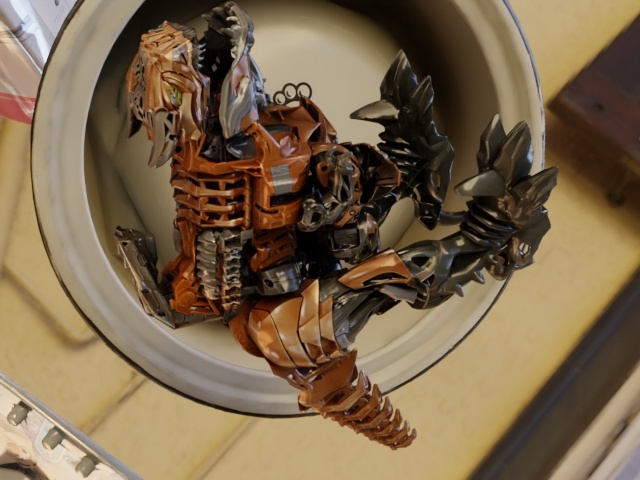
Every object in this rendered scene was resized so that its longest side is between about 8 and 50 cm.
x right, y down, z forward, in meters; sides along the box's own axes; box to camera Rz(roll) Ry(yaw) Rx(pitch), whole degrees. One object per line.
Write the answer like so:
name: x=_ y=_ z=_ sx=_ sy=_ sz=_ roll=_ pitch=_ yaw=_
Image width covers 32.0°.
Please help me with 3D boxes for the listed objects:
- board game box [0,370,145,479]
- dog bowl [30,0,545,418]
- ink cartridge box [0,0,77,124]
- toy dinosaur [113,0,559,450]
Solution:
board game box: x=-0.307 y=0.280 z=1.096 sx=0.050 sy=0.390 sz=0.390 roll=-51 pitch=176 yaw=-44
dog bowl: x=-0.031 y=-0.072 z=0.911 sx=0.408 sy=0.408 sz=0.150 roll=-50 pitch=-160 yaw=-2
ink cartridge box: x=-0.282 y=-0.266 z=1.063 sx=0.283 sy=0.117 sz=0.207 roll=67 pitch=40 yaw=-62
toy dinosaur: x=0.000 y=0.000 z=0.652 sx=0.218 sy=0.164 sz=0.322 roll=-31 pitch=149 yaw=-12
